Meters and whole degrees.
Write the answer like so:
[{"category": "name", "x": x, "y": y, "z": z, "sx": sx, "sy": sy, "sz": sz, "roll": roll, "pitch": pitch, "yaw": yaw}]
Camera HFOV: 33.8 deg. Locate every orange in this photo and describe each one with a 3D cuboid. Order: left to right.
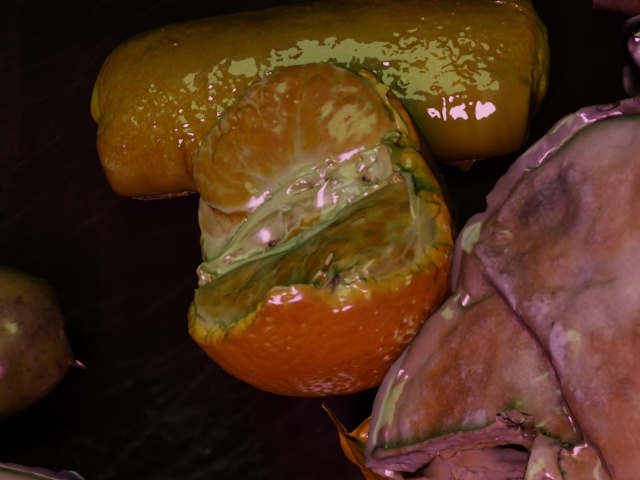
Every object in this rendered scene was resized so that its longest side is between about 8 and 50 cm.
[{"category": "orange", "x": 0.003, "y": 0.005, "z": 0.690, "sx": 0.179, "sy": 0.158, "sz": 0.237, "roll": -25, "pitch": 40, "yaw": 8}]

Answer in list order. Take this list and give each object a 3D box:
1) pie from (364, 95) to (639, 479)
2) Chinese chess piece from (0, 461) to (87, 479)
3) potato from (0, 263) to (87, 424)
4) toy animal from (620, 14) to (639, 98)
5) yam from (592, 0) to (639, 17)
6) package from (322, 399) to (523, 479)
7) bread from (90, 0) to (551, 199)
[{"category": "pie", "x": 0.154, "y": 0.067, "z": 0.466, "sx": 0.337, "sy": 0.075, "sz": 0.337, "roll": -29, "pitch": 46, "yaw": 35}, {"category": "Chinese chess piece", "x": -0.191, "y": 0.268, "z": 0.475, "sx": 0.349, "sy": 0.146, "sz": 0.349, "roll": -1, "pitch": 43, "yaw": 1}, {"category": "potato", "x": -0.286, "y": 0.075, "z": 0.763, "sx": 0.251, "sy": 0.113, "sz": 0.149, "roll": 6, "pitch": 43, "yaw": 13}, {"category": "toy animal", "x": 0.312, "y": -0.031, "z": 0.572, "sx": 0.251, "sy": 0.251, "sz": 0.310, "roll": -10, "pitch": 55, "yaw": 10}, {"category": "yam", "x": 0.332, "y": -0.189, "z": 0.831, "sx": 0.241, "sy": 0.057, "sz": 0.057, "roll": 15, "pitch": 55, "yaw": 31}, {"category": "package", "x": 0.065, "y": 0.131, "z": 0.613, "sx": 0.131, "sy": 0.071, "sz": 0.047, "roll": 2, "pitch": 52, "yaw": 19}, {"category": "bread", "x": -0.010, "y": -0.129, "z": 0.852, "sx": 0.383, "sy": 0.112, "sz": 0.166, "roll": -5, "pitch": 47, "yaw": 14}]
